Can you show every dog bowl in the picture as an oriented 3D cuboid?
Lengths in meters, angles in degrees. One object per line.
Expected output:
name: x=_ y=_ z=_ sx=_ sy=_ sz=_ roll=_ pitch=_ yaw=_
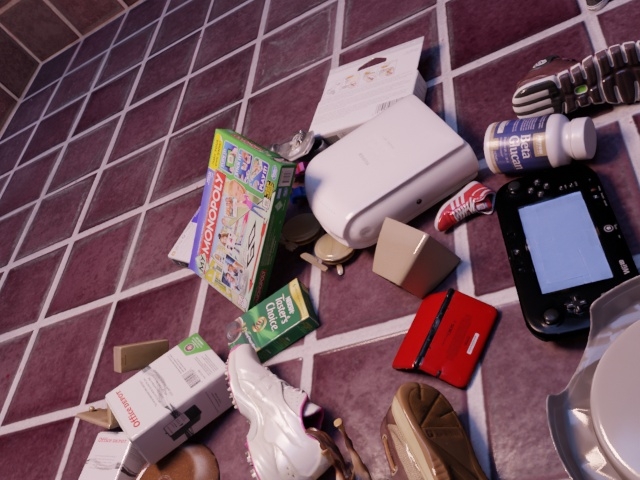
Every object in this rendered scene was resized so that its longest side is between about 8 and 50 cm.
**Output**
dog bowl: x=0.445 y=0.193 z=0.756 sx=0.348 sy=0.102 sz=0.349 roll=-22 pitch=44 yaw=23

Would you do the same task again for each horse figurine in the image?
horse figurine: x=0.052 y=0.362 z=0.910 sx=0.066 sy=0.175 sz=0.263 roll=-23 pitch=30 yaw=-5

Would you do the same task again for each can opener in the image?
can opener: x=-0.098 y=-0.178 z=1.587 sx=0.283 sy=0.095 sz=0.076 roll=-22 pitch=42 yaw=43

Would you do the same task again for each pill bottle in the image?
pill bottle: x=0.377 y=-0.167 z=1.145 sx=0.169 sy=0.094 sz=0.094 roll=-2 pitch=54 yaw=39

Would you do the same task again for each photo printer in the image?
photo printer: x=0.118 y=-0.132 z=1.305 sx=0.307 sy=0.107 sz=0.256 roll=-33 pitch=40 yaw=4

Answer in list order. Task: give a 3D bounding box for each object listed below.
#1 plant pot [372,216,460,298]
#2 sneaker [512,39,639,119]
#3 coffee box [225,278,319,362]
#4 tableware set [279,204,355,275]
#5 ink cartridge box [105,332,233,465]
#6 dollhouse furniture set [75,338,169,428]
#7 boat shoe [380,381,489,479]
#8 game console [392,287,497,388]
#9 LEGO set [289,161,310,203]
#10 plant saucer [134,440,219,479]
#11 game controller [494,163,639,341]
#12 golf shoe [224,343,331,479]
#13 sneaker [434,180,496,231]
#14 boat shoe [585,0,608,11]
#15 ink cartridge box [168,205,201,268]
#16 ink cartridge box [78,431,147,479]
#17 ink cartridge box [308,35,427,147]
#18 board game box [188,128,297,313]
plant pot: x=0.154 y=0.036 z=1.149 sx=0.109 sy=0.109 sz=0.096 roll=28 pitch=87 yaw=49
sneaker: x=0.480 y=-0.307 z=1.188 sx=0.281 sy=0.107 sz=0.163 roll=-11 pitch=31 yaw=18
coffee box: x=-0.097 y=0.164 z=1.286 sx=0.184 sy=0.040 sz=0.113 roll=-33 pitch=40 yaw=12
tableware set: x=0.000 y=0.000 z=1.356 sx=0.128 sy=0.039 sz=0.194 roll=-40 pitch=42 yaw=-21
ink cartridge box: x=-0.273 y=0.290 z=1.241 sx=0.208 sy=0.087 sz=0.153 roll=-34 pitch=36 yaw=-18
dollhouse furniture set: x=-0.403 y=0.282 z=1.358 sx=0.123 sy=0.144 sz=0.151 roll=0 pitch=91 yaw=40
boat shoe: x=0.156 y=0.355 z=0.864 sx=0.123 sy=0.123 sz=0.342 roll=-57 pitch=38 yaw=31
game console: x=0.198 y=0.158 z=1.066 sx=0.124 sy=0.085 sz=0.144 roll=24 pitch=69 yaw=16
LEGO set: x=-0.102 y=-0.118 z=1.458 sx=0.093 sy=0.227 sz=0.087 roll=-20 pitch=82 yaw=32
plant saucer: x=-0.271 y=0.440 z=1.174 sx=0.198 sy=0.036 sz=0.199 roll=-21 pitch=39 yaw=19
game controller: x=0.371 y=0.008 z=1.015 sx=0.166 sy=0.067 sz=0.319 roll=-23 pitch=44 yaw=23
golf shoe: x=-0.068 y=0.284 z=1.117 sx=0.140 sy=0.115 sz=0.306 roll=-28 pitch=46 yaw=1
sneaker: x=0.260 y=-0.054 z=1.183 sx=0.118 sy=0.042 sz=0.067 roll=-45 pitch=36 yaw=-6
boat shoe: x=0.580 y=-0.526 z=1.345 sx=0.049 sy=0.040 sz=0.142 roll=19 pitch=68 yaw=48
ink cartridge box: x=-0.240 y=-0.020 z=1.572 sx=0.208 sy=0.045 sz=0.206 roll=11 pitch=63 yaw=46
ink cartridge box: x=-0.397 y=0.448 z=1.264 sx=0.109 sy=0.063 sz=0.151 roll=-9 pitch=48 yaw=34
ink cartridge box: x=0.117 y=-0.337 z=1.550 sx=0.275 sy=0.060 sz=0.239 roll=-10 pitch=48 yaw=35
board game box: x=-0.165 y=-0.041 z=1.351 sx=0.213 sy=0.046 sz=0.318 roll=31 pitch=116 yaw=37
